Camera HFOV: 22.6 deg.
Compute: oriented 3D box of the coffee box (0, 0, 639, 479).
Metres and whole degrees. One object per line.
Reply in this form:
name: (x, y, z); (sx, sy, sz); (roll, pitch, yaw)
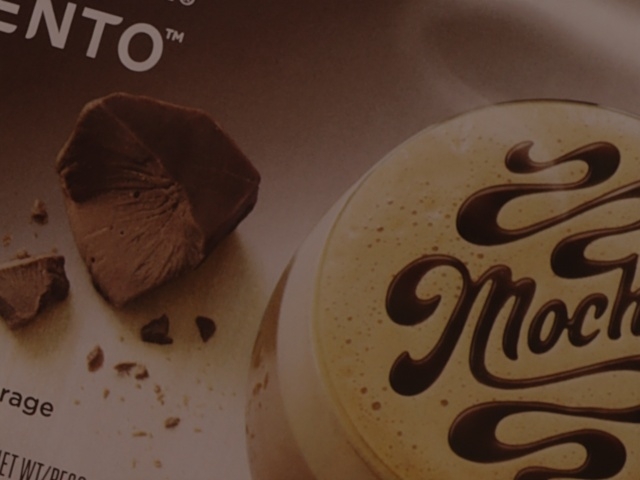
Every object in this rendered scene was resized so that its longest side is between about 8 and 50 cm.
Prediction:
coffee box: (0.000, 0.000, 0.434); (0.297, 0.119, 0.168); (17, -88, 7)
